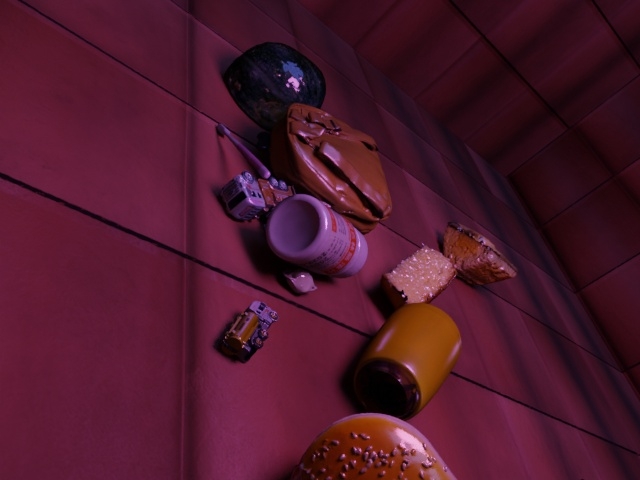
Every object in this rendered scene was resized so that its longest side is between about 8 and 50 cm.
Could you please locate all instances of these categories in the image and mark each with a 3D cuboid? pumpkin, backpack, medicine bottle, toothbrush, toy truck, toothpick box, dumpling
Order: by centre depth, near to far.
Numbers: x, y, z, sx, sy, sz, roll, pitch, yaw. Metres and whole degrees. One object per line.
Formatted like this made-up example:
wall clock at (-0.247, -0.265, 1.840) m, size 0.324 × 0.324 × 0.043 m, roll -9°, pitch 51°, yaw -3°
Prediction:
toy truck at (-0.122, 0.153, 0.969) m, size 0.063 × 0.052 × 0.123 m, roll 39°, pitch 29°, yaw -6°
toothpick box at (0.175, 0.250, 1.161) m, size 0.175 × 0.175 × 0.271 m, roll 52°, pitch 30°, yaw 5°
dumpling at (-0.047, 0.086, 1.188) m, size 0.076 × 0.057 × 0.052 m, roll -13°, pitch 102°, yaw -35°
medicine bottle at (0.000, 0.000, 1.210) m, size 0.144 × 0.144 × 0.252 m, roll 62°, pitch 13°, yaw 23°
toy truck at (-0.126, -0.076, 1.232) m, size 0.178 × 0.080 × 0.115 m, roll 8°, pitch 53°, yaw -53°
toothbrush at (-0.176, -0.206, 1.287) m, size 0.025 × 0.020 × 0.286 m, roll 32°, pitch 10°, yaw -43°
backpack at (0.017, -0.187, 1.452) m, size 0.378 × 0.201 × 0.353 m, roll 35°, pitch 31°, yaw -30°
pumpkin at (-0.106, -0.457, 1.628) m, size 0.263 × 0.197 × 0.293 m, roll 51°, pitch 25°, yaw 9°

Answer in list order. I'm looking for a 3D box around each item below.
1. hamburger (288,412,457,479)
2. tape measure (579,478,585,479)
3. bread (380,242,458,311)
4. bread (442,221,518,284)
hamburger at (0.094, 0.391, 0.805) m, size 0.295 × 0.227 × 0.151 m, roll 51°, pitch 4°, yaw 11°
tape measure at (0.660, 0.684, 1.391) m, size 0.182 × 0.107 × 0.181 m, roll 21°, pitch 35°, yaw -43°
bread at (0.234, 0.118, 1.455) m, size 0.129 × 0.134 × 0.260 m, roll 46°, pitch 40°, yaw 15°
bread at (0.534, 0.067, 1.948) m, size 0.204 × 0.162 × 0.262 m, roll 29°, pitch 11°, yaw -32°
